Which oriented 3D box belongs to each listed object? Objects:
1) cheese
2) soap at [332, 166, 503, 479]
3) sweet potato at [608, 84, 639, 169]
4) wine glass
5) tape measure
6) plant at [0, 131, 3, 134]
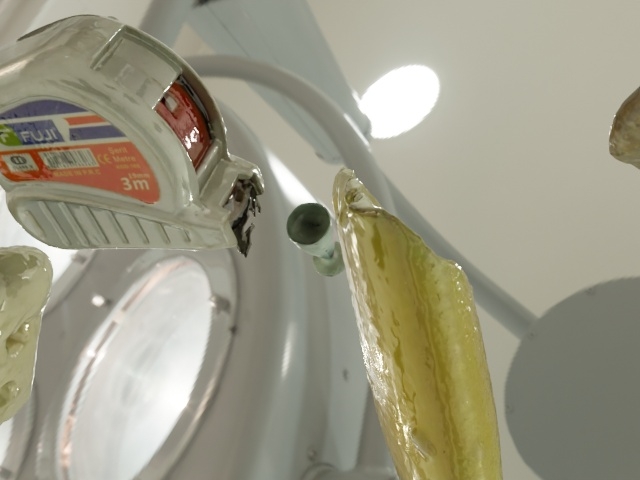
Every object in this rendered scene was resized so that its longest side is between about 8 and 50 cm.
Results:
[{"bbox_3d":[-0.441,0.075,0.990,0.251,0.247,0.174,-61,175,28],"label":"cheese"},{"bbox_3d":[0.108,0.135,0.896,0.115,0.428,0.306,-16,-161,-9],"label":"soap"},{"bbox_3d":[0.364,-0.134,0.581,0.369,0.158,0.157,-31,-144,-25],"label":"sweet potato"},{"bbox_3d":[0.000,0.000,1.345,0.073,0.155,0.073,-5,-111,14],"label":"wine glass"},{"bbox_3d":[-0.215,-0.098,0.870,0.258,0.265,0.130,0,-138,25],"label":"tape measure"},{"bbox_3d":[-0.286,-0.073,0.630,0.102,0.051,0.051,-8,-135,-5],"label":"plant"}]
